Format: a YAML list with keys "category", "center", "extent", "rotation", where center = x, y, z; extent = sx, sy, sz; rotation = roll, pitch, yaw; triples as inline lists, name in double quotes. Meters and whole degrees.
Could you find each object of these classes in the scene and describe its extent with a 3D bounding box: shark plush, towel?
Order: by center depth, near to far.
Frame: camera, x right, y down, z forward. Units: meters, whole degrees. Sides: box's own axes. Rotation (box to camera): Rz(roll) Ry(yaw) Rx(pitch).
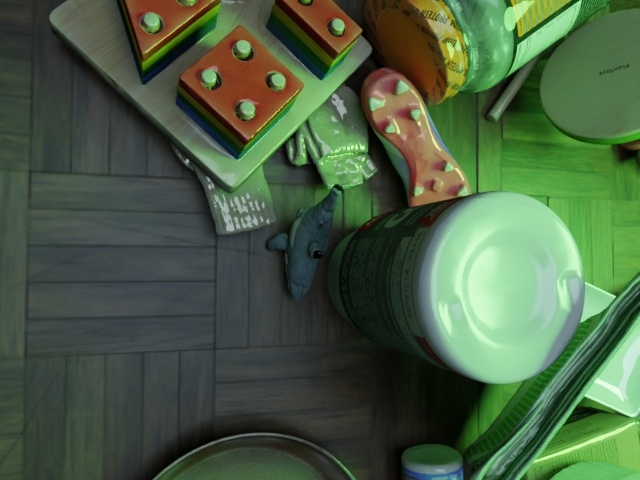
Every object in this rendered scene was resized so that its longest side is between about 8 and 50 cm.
- category: "towel"
  center: [0.236, 0.159, 0.576]
  extent: [0.038, 0.325, 0.248]
  rotation: [39, 84, 23]
- category: "shark plush"
  center: [0.000, 0.000, 0.614]
  extent: [0.073, 0.161, 0.067]
  rotation: [18, 44, -26]

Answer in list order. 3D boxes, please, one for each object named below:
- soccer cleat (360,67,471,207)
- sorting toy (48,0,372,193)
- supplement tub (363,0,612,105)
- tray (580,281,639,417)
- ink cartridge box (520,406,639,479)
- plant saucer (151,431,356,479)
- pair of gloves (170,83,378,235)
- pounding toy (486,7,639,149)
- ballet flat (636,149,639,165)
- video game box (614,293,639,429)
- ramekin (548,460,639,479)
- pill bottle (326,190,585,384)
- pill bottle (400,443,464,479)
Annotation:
- category: "soccer cleat"
  center: [0.124, -0.105, 0.690]
  extent: [0.083, 0.095, 0.248]
  rotation: [-27, 115, 13]
- category: "sorting toy"
  center: [-0.099, -0.233, 0.579]
  extent: [0.255, 0.089, 0.257]
  rotation: [43, 69, -5]
- category: "supplement tub"
  center: [0.220, -0.312, 0.656]
  extent: [0.316, 0.193, 0.193]
  rotation: [-35, 99, -10]
- category: "tray"
  center: [0.346, 0.129, 0.753]
  extent: [0.270, 0.030, 0.145]
  rotation: [25, 88, -6]
- category: "ink cartridge box"
  center: [0.345, 0.371, 0.739]
  extent: [0.193, 0.088, 0.234]
  rotation: [-10, 91, -19]
- category: "plant saucer"
  center: [-0.087, 0.370, 0.619]
  extent: [0.311, 0.050, 0.310]
  rotation: [1, 87, -18]
- category: "pair of gloves"
  center: [-0.056, -0.131, 0.648]
  extent: [0.240, 0.042, 0.204]
  rotation: [-25, 91, -22]
- category: "pounding toy"
  center: [0.376, -0.198, 0.725]
  extent: [0.110, 0.237, 0.183]
  rotation: [30, 85, -48]
- category: "ballet flat"
  center: [0.632, -0.118, 0.846]
  extent: [0.342, 0.116, 0.124]
  rotation: [12, 105, -17]
- category: "video game box"
  center: [0.534, 0.161, 0.828]
  extent: [0.187, 0.048, 0.205]
  rotation: [-18, 94, -15]
- category: "ramekin"
  center: [0.342, 0.364, 0.635]
  extent: [0.207, 0.109, 0.207]
  rotation: [1, 88, -18]
- category: "pill bottle"
  center: [0.112, 0.042, 0.570]
  extent: [0.161, 0.283, 0.161]
  rotation: [1, 88, -18]
- category: "pill bottle"
  center: [0.142, 0.336, 0.679]
  extent: [0.078, 0.078, 0.137]
  rotation: [-3, 89, -18]
